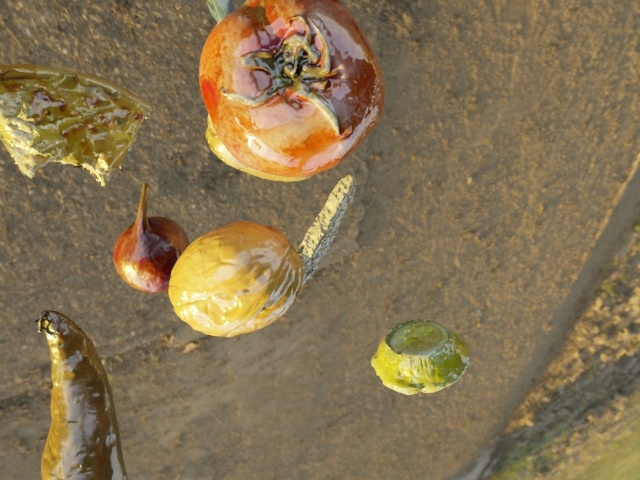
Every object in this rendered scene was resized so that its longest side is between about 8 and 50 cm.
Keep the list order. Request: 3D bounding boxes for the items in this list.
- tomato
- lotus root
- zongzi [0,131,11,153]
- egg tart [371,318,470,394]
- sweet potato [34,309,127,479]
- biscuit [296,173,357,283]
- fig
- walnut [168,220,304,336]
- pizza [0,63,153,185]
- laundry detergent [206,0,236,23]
[{"bbox_3d":[-0.036,-0.189,0.687,0.232,0.232,0.188,-41,179,5],"label":"tomato"},{"bbox_3d":[-0.087,-0.195,1.059,0.146,0.160,0.284,-10,165,40],"label":"lotus root"},{"bbox_3d":[-0.673,-0.216,1.173,0.062,0.154,0.130,7,117,-20],"label":"zongzi"},{"bbox_3d":[0.197,0.218,1.096,0.197,0.197,0.078,-22,118,-19],"label":"egg tart"},{"bbox_3d":[-0.381,0.314,0.874,0.130,0.130,0.422,-4,91,-36],"label":"sweet potato"},{"bbox_3d":[-0.001,-0.001,1.095,0.290,0.038,0.141,-60,168,8],"label":"biscuit"},{"bbox_3d":[-0.373,0.009,1.194,0.175,0.175,0.207,-25,146,-15],"label":"fig"},{"bbox_3d":[-0.117,0.054,0.771,0.207,0.159,0.159,-30,150,32],"label":"walnut"},{"bbox_3d":[-0.458,-0.219,1.010,0.323,0.223,0.089,4,159,-38],"label":"pizza"},{"bbox_3d":[-0.345,-0.808,1.823,0.094,0.143,0.290,-36,165,-6],"label":"laundry detergent"}]
